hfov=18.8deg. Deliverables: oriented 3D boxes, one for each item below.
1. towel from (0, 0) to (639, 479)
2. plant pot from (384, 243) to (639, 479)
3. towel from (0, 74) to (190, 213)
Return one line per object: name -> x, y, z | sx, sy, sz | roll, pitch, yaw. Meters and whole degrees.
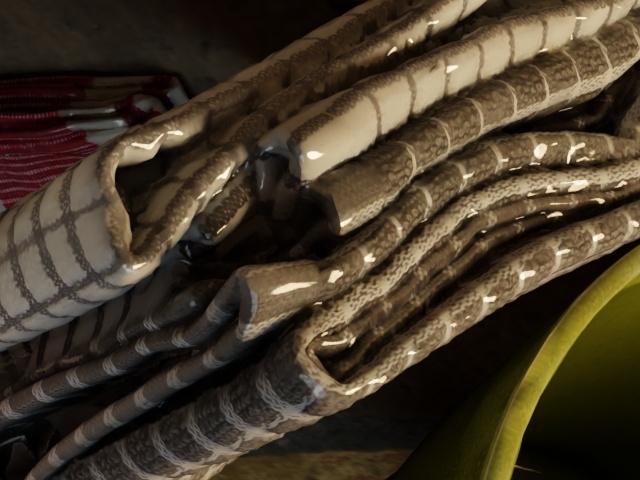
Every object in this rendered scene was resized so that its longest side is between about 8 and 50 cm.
towel -> 0.000, 0.000, 0.654 | 0.235, 0.284, 0.121 | -28, 94, 50
plant pot -> 0.162, 0.195, 0.922 | 0.366, 0.366, 0.353 | 18, 161, -16
towel -> -0.182, 0.005, 0.952 | 0.329, 0.037, 0.237 | -3, 150, 20
